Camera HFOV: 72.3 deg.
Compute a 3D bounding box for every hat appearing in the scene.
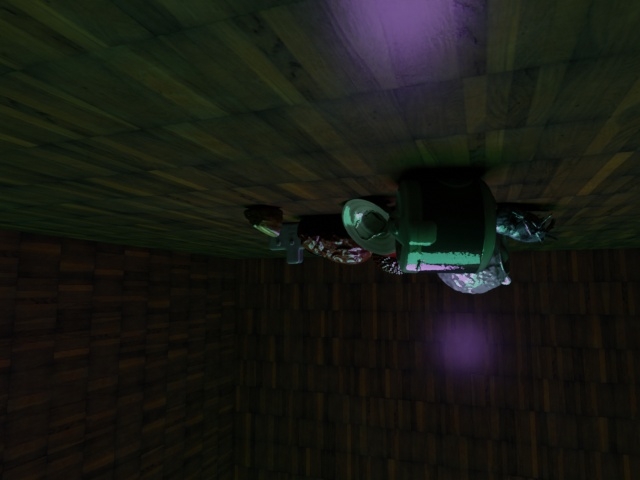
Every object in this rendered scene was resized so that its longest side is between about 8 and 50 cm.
[{"bbox_3d":[0.207,-0.077,1.591,0.251,0.252,0.110,-8,-149,51],"label":"hat"}]

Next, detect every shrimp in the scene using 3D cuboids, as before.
[{"bbox_3d":[0.803,-0.056,1.657,0.371,0.137,0.172,4,-171,-23],"label":"shrimp"}]

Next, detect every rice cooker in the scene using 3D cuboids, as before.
[{"bbox_3d":[0.329,-0.044,1.236,0.276,0.289,0.288,0,174,6],"label":"rice cooker"}]

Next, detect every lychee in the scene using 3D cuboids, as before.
[{"bbox_3d":[0.338,0.043,1.968,0.271,0.272,0.271,0,174,0],"label":"lychee"}]

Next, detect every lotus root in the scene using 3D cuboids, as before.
[{"bbox_3d":[-0.209,-0.090,1.683,0.135,0.095,0.159,14,-154,-45],"label":"lotus root"}]

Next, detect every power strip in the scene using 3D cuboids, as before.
[{"bbox_3d":[-0.123,0.012,2.070,0.264,0.194,0.059,-4,175,26],"label":"power strip"}]

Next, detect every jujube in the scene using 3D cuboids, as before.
[{"bbox_3d":[0.066,-0.010,1.902,0.341,0.217,0.216,13,175,6],"label":"jujube"}]

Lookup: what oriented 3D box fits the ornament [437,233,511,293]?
[{"bbox_3d":[0.635,0.062,1.869,0.336,0.338,0.337,0,174,0],"label":"ornament"}]

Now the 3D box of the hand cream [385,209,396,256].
[{"bbox_3d":[0.300,-0.027,1.741,0.125,0.193,0.193,2,173,-21],"label":"hand cream"}]

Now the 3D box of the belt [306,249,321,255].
[{"bbox_3d":[0.000,0.000,2.169,0.198,0.151,0.078,12,174,-19],"label":"belt"}]
